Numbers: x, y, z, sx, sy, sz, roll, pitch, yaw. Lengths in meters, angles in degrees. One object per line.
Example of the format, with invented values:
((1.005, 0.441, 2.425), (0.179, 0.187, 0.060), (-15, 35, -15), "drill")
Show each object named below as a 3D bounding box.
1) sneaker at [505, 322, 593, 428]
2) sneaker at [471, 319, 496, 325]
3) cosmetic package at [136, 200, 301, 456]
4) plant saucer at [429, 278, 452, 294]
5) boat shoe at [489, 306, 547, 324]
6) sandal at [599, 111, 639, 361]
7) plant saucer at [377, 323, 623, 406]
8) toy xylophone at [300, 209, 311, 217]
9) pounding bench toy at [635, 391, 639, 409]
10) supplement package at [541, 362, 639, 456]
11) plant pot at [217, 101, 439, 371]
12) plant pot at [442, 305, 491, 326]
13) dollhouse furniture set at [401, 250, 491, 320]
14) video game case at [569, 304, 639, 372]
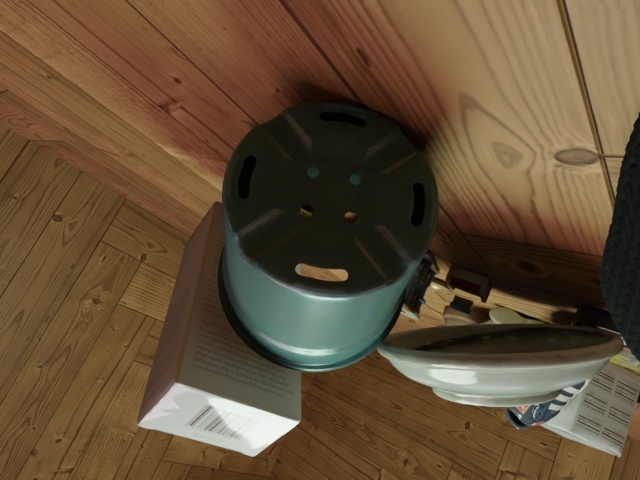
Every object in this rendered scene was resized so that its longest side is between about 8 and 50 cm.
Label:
((0.488, 0.324, 1.014), (0.131, 0.148, 0.350), (49, 162, 44), "sneaker")
((0.501, 0.317, 1.174), (0.292, 0.108, 0.169), (46, 128, -12), "sneaker")
((-0.174, 0.151, 0.906), (0.230, 0.453, 0.161), (28, 124, -24), "cosmetic package")
((0.298, 0.114, 1.160), (0.083, 0.015, 0.083), (25, 167, 6), "plant saucer")
((0.473, 0.198, 1.091), (0.137, 0.049, 0.043), (16, 166, 21), "boat shoe")
((0.324, -0.019, 0.362), (0.107, 0.168, 0.446), (-17, 149, 13), "sandal")
((0.302, 0.215, 0.805), (0.400, 0.101, 0.400), (-4, 174, 0), "plant saucer")
((-0.026, -0.028, 0.996), (0.322, 0.081, 0.236), (30, 180, -23), "toy xylophone")
((0.805, 0.396, 1.183), (0.083, 0.065, 0.052), (17, 164, 36), "pounding bench toy")
((0.672, 0.409, 1.182), (0.149, 0.203, 0.194), (27, 167, -5), "supplement package")
((0.000, 0.000, 0.670), (0.341, 0.341, 0.334), (25, 158, 5), "plant pot")
((0.460, 0.290, 1.333), (0.237, 0.110, 0.237), (25, 168, 6), "plant pot")
((0.249, 0.109, 0.978), (0.183, 0.129, 0.129), (19, 165, 31), "dollhouse furniture set")
((0.633, 0.217, 0.887), (0.274, 0.035, 0.248), (18, 165, 28), "video game case")
